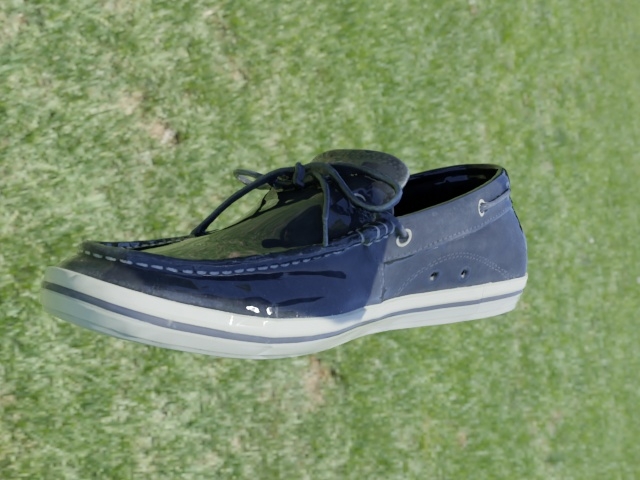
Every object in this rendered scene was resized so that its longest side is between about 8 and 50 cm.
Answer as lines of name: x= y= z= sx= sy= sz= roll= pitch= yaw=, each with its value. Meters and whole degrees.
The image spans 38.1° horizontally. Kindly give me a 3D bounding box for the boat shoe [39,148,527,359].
boat shoe: x=0.000 y=0.000 z=0.780 sx=0.500 sy=0.187 sz=0.156 roll=-5 pitch=101 yaw=-42
